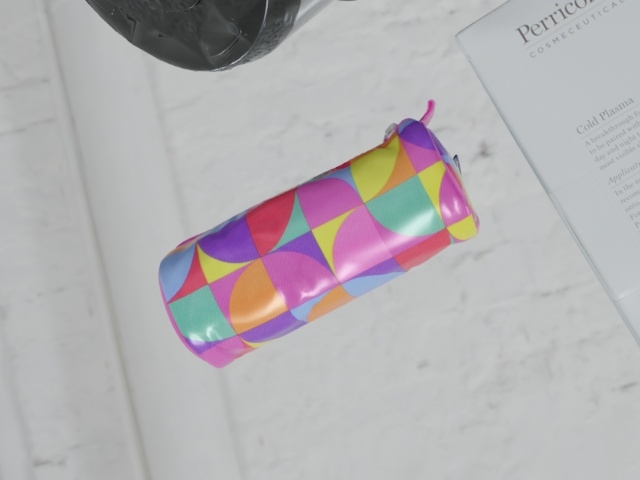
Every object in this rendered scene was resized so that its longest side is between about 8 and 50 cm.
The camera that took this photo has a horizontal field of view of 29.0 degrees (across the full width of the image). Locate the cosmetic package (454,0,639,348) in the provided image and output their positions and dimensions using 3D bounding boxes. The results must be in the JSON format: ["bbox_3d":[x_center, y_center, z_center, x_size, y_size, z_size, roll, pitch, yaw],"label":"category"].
[{"bbox_3d":[0.308,-0.089,0.675,0.377,0.284,0.097,-31,170,12],"label":"cosmetic package"}]

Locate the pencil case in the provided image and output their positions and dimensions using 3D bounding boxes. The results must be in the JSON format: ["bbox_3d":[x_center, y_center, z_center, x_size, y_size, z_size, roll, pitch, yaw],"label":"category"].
[{"bbox_3d":[0.000,0.000,0.880,0.236,0.104,0.104,-29,167,8],"label":"pencil case"}]

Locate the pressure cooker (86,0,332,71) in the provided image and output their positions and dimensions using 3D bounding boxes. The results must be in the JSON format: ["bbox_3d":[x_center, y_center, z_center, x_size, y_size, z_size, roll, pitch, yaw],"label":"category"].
[{"bbox_3d":[-0.064,-0.428,1.379,0.420,0.375,0.370,-45,179,-33],"label":"pressure cooker"}]
